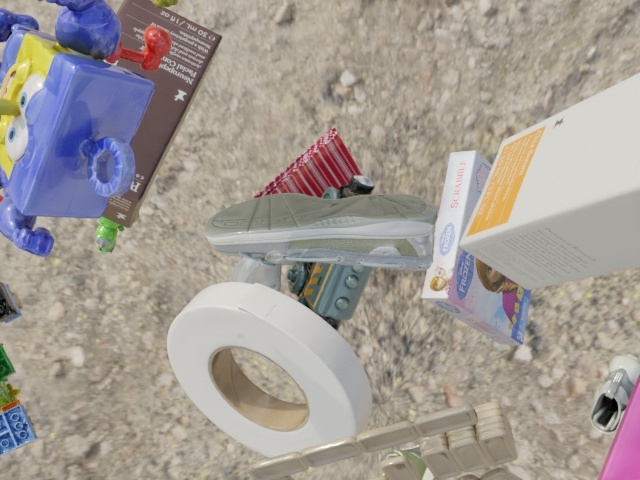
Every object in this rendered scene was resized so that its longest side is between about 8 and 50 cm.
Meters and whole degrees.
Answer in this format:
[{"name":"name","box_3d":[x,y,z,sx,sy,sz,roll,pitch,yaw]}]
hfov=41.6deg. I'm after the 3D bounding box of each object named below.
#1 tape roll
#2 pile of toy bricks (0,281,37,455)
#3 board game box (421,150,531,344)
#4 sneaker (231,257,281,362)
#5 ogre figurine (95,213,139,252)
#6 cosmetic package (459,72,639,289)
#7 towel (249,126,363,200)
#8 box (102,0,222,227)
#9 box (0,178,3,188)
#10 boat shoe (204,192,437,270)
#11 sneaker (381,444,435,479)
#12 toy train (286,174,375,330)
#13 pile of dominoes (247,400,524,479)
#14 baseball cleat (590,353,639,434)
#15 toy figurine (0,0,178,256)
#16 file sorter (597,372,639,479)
[{"name":"tape roll","box_3d":[-0.095,0.242,1.494,0.392,0.392,0.072,31,47,9]},{"name":"pile of toy bricks","box_3d":[-0.303,0.106,0.742,0.118,0.105,0.212,-26,83,-7]},{"name":"board game box","box_3d":[0.350,0.023,1.763,0.066,0.318,0.318,-2,67,41]},{"name":"sneaker","box_3d":[-0.107,0.133,1.743,0.114,0.305,0.152,-26,55,-26]},{"name":"ogre figurine","box_3d":[-0.398,-0.061,1.613,0.097,0.118,0.197,33,99,-15]},{"name":"cosmetic package","box_3d":[0.420,-0.084,1.260,0.161,0.453,0.230,31,69,-14]},{"name":"towel","box_3d":[-0.027,-0.090,1.819,0.275,0.199,0.031,-43,45,-9]},{"name":"box","box_3d":[-0.341,-0.237,1.499,0.191,0.143,0.381,25,65,-10]},{"name":"box","box_3d":[-0.525,-0.089,1.052,0.207,0.108,0.153,-31,38,-17]},{"name":"boat shoe","box_3d":[0.001,-0.001,1.171,0.320,0.118,0.103,-3,117,-3]},{"name":"sneaker","box_3d":[0.148,0.352,1.347,0.086,0.192,0.064,16,110,14]},{"name":"toy train","box_3d":[0.040,0.036,1.719,0.142,0.190,0.334,15,112,-23]},{"name":"pile of dominoes","box_3d":[0.077,0.234,0.878,0.251,0.196,0.040,-18,45,14]},{"name":"baseball cleat","box_3d":[0.428,0.238,1.211,0.072,0.206,0.109,27,73,39]},{"name":"toy figurine","box_3d":[-0.154,-0.114,0.594,0.217,0.191,0.362,45,114,40]},{"name":"file sorter","box_3d":[0.426,0.232,0.760,0.291,0.182,0.202,20,98,14]}]
